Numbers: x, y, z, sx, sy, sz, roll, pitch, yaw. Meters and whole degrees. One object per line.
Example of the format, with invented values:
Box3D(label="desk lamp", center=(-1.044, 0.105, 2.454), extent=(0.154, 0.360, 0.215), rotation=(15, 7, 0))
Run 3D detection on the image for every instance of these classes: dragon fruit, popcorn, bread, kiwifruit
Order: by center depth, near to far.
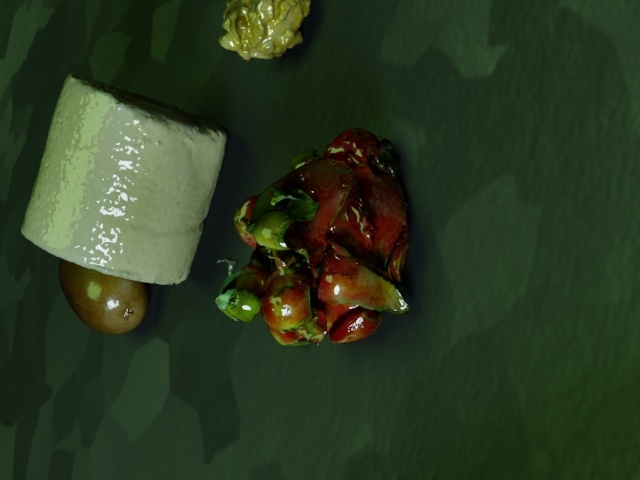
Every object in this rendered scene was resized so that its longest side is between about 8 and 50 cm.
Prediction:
Box3D(label="dragon fruit", center=(0.000, 0.000, 0.699), extent=(0.142, 0.175, 0.138), rotation=(20, 107, 27))
Box3D(label="popcorn", center=(-0.044, -0.180, 0.864), extent=(0.083, 0.057, 0.082), rotation=(-16, 64, 56))
Box3D(label="bread", center=(-0.156, -0.050, 0.902), extent=(0.134, 0.148, 0.141), rotation=(19, 97, 21))
Box3D(label="kiwifruit", center=(-0.196, 0.039, 0.998), extent=(0.124, 0.075, 0.075), rotation=(40, 111, 50))
